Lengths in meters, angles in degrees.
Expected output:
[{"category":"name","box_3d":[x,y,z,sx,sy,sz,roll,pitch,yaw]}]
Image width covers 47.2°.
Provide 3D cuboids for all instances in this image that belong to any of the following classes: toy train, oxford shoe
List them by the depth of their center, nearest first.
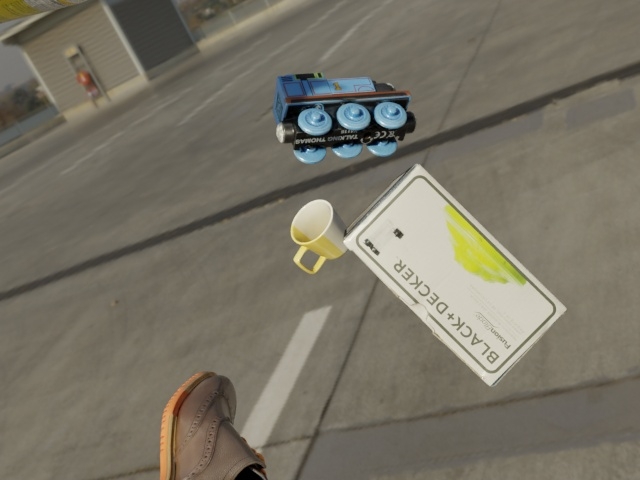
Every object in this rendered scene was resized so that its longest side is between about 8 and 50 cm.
[{"category":"oxford shoe","box_3d":[-0.119,0.275,0.858,0.132,0.130,0.364,-10,25,5]},{"category":"toy train","box_3d":[0.029,-0.161,0.930,0.184,0.080,0.105,-8,58,-15]}]

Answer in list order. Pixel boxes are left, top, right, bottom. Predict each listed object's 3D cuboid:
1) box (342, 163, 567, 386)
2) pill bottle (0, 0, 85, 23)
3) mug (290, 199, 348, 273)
[{"category":"box","box_3d":[0.109,0.022,0.702,0.087,0.169,0.290,-45,-1,4]},{"category":"pill bottle","box_3d":[-0.352,-0.348,0.912,0.208,0.119,0.119,-6,25,21]},{"category":"mug","box_3d":[0.001,-0.004,0.906,0.078,0.064,0.062,-38,44,13]}]
